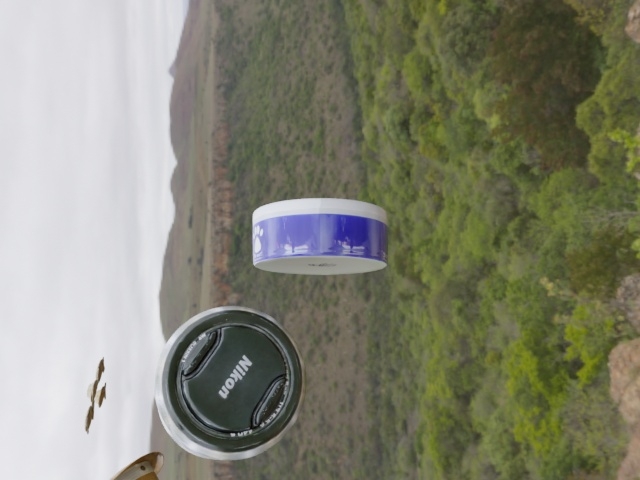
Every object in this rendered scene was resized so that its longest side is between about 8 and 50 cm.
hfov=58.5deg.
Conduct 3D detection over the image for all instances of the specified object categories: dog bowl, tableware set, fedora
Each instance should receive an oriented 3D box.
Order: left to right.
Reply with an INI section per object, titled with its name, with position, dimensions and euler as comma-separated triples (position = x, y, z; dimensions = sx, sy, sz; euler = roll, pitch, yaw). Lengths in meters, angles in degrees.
[tableware set]
position = -0.566, 0.389, 1.443
dimensions = 0.168, 0.020, 0.141
euler = -100, 19, -66
[fedora]
position = -0.381, 0.524, 1.167
dimensions = 0.079, 0.194, 0.194
euler = 40, 145, 20
[dog bowl]
position = 0.000, 0.000, 1.114
dimensions = 0.265, 0.265, 0.104
euler = 137, 134, -74

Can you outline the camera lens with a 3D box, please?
[camera lens]
position = -0.151, 0.237, 0.920
dimensions = 0.274, 0.219, 0.219
euler = 125, 142, -65
